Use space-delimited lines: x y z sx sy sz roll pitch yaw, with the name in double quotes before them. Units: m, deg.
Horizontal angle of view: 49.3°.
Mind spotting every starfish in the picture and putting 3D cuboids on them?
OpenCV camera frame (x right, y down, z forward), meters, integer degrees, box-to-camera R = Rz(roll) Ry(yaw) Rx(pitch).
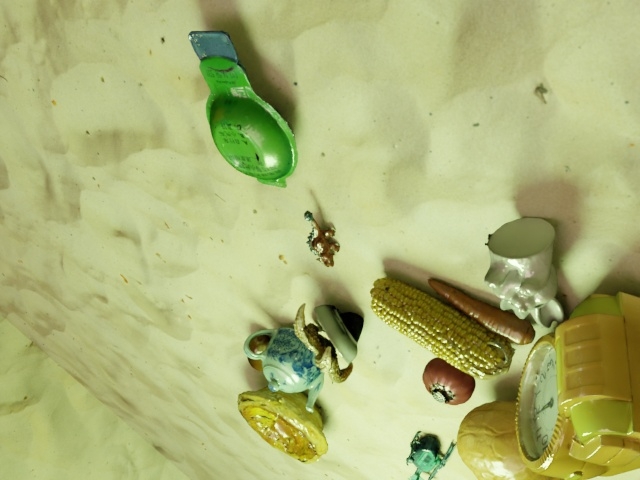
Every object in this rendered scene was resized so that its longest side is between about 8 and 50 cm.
"starfish" 0.002 0.228 1.499 0.216 0.071 0.238 50 178 -11

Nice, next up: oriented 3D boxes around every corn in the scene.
"corn" 0.216 0.162 1.293 0.293 0.106 0.106 27 142 19

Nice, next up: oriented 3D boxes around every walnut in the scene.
"walnut" 0.370 0.394 1.333 0.226 0.193 0.193 -13 119 47

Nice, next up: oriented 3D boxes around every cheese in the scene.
"cheese" -0.135 -0.220 1.220 0.204 0.083 0.320 13 138 36

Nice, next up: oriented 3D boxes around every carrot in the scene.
"carrot" 0.282 0.123 1.246 0.216 0.048 0.048 29 143 24

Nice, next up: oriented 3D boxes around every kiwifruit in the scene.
"kiwifruit" -0.153 0.287 1.785 0.075 0.075 0.124 26 146 19

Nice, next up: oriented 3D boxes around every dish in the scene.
"dish" 0.056 0.183 1.489 0.141 0.078 0.141 57 -177 -5

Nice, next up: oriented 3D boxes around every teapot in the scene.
"teapot" -0.080 0.299 1.667 0.232 0.159 0.159 41 144 -1

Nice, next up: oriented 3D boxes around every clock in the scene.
"clock" 0.422 0.248 1.085 0.200 0.244 0.317 15 146 -2

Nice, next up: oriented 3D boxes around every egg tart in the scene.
"egg tart" -0.093 0.485 1.904 0.290 0.115 0.290 26 144 20

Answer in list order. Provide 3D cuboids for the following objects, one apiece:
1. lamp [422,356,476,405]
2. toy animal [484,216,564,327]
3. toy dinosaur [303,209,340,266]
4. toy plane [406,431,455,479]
"lamp" 0.255 0.278 1.387 0.107 0.092 0.107 24 142 21
"toy animal" 0.323 0.084 1.098 0.104 0.131 0.221 -1 132 25
"toy dinosaur" 0.000 0.000 1.362 0.055 0.049 0.154 14 142 36
"toy plane" 0.255 0.534 1.695 0.096 0.060 0.235 20 137 6
